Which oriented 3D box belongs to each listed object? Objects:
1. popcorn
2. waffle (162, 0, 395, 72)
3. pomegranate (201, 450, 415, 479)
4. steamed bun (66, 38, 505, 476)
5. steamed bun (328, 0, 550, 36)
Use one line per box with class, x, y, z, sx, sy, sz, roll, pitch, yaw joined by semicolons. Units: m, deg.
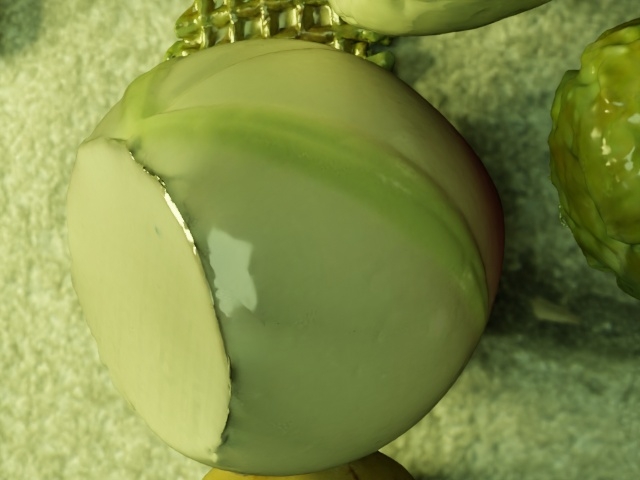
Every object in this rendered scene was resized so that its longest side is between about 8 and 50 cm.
popcorn;0.247;-0.046;1.154;0.212;0.198;0.198;15;104;-3
waffle;-0.032;-0.138;1.342;0.169;0.036;0.183;39;112;15
pomegranate;-0.014;0.248;1.285;0.215;0.215;0.215;3;98;26
steamed bun;0.000;0.000;1.220;0.309;0.309;0.309;3;98;26
steamed bun;0.098;-0.329;1.058;0.290;0.456;0.371;-21;87;-6
